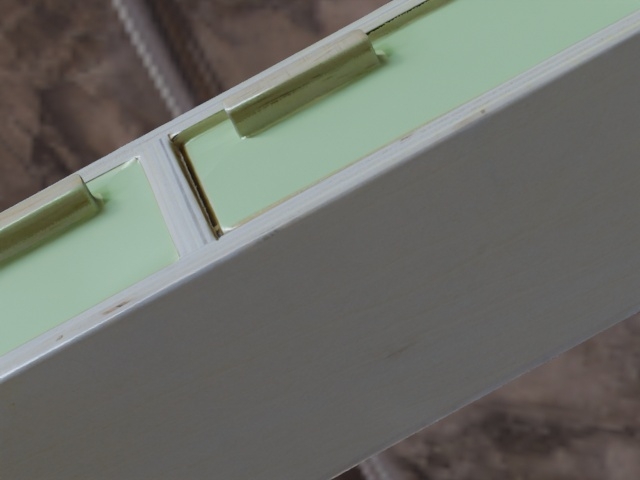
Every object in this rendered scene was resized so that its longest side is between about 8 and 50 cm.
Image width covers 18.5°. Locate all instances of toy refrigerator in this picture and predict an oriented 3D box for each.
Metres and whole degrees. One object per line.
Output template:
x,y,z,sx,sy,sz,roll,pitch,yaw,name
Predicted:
0.000,0.000,0.599,0.269,0.102,0.094,-29,-61,0,toy refrigerator
